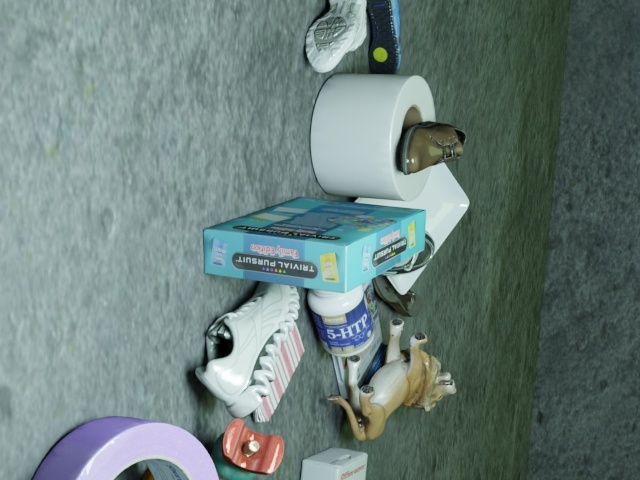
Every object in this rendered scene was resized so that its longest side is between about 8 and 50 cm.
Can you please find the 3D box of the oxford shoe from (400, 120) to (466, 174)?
[{"bbox_3d":[0.216,-0.179,1.888,0.227,0.096,0.083,-39,131,-54],"label":"oxford shoe"}]

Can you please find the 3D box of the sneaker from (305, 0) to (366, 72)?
[{"bbox_3d":[0.045,-0.386,1.887,0.115,0.090,0.232,69,37,-49],"label":"sneaker"}]

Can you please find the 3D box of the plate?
[{"bbox_3d":[0.182,-0.066,2.168,0.277,0.045,0.278,-53,130,-16],"label":"plate"}]

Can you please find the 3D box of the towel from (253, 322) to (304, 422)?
[{"bbox_3d":[-0.089,0.214,1.815,0.197,0.029,0.144,-61,146,-43],"label":"towel"}]

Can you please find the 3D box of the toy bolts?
[{"bbox_3d":[-0.180,0.394,1.589,0.158,0.218,0.228,-44,-162,56],"label":"toy bolts"}]

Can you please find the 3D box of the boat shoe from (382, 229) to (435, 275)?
[{"bbox_3d":[0.142,0.024,2.045,0.335,0.119,0.121,2,101,-46],"label":"boat shoe"}]

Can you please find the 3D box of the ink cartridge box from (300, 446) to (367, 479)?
[{"bbox_3d":[0.022,0.541,2.045,0.153,0.086,0.208,1,95,-64],"label":"ink cartridge box"}]

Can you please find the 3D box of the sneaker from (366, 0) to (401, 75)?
[{"bbox_3d":[0.141,-0.436,2.095,0.082,0.069,0.209,-46,135,-57],"label":"sneaker"}]

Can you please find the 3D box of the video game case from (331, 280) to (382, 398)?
[{"bbox_3d":[0.076,0.208,2.158,0.201,0.023,0.183,-53,141,-45],"label":"video game case"}]

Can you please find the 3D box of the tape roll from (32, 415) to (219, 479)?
[{"bbox_3d":[-0.261,0.377,1.341,0.274,0.090,0.275,-2,92,-49],"label":"tape roll"}]

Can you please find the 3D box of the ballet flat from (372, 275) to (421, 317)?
[{"bbox_3d":[0.162,0.109,2.287,0.250,0.058,0.084,43,68,-53],"label":"ballet flat"}]

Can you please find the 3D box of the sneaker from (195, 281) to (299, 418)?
[{"bbox_3d":[-0.119,0.149,1.655,0.118,0.110,0.292,38,40,-18],"label":"sneaker"}]

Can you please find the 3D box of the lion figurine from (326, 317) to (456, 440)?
[{"bbox_3d":[0.143,0.332,2.173,0.392,0.142,0.240,-29,131,-40],"label":"lion figurine"}]

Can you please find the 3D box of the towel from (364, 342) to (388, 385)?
[{"bbox_3d":[0.138,0.300,2.297,0.067,0.029,0.119,69,37,-45],"label":"towel"}]

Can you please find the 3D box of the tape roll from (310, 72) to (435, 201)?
[{"bbox_3d":[0.106,-0.203,1.958,0.246,0.169,0.246,6,90,-65],"label":"tape roll"}]

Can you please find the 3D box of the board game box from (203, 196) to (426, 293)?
[{"bbox_3d":[0.000,0.000,1.687,0.336,0.253,0.079,-24,117,-61],"label":"board game box"}]

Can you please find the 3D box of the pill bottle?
[{"bbox_3d":[0.035,0.127,1.950,0.112,0.112,0.187,-60,145,-40],"label":"pill bottle"}]
